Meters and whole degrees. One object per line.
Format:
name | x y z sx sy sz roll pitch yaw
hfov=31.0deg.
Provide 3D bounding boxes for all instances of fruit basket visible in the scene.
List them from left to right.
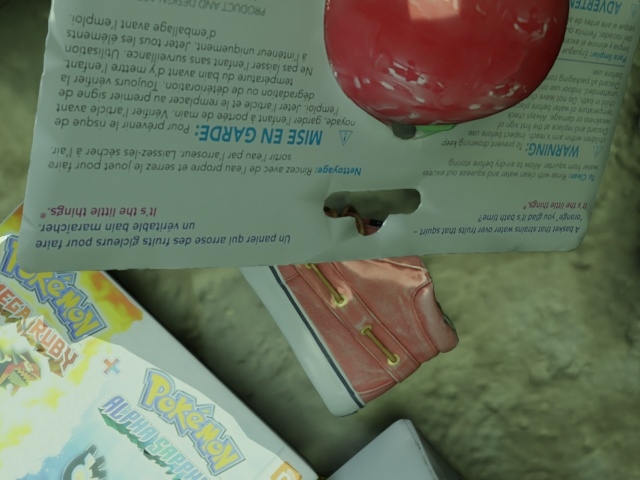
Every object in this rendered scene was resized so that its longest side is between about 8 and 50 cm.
fruit basket | 0.042 -0.160 0.479 0.327 0.165 0.353 -3 117 -39

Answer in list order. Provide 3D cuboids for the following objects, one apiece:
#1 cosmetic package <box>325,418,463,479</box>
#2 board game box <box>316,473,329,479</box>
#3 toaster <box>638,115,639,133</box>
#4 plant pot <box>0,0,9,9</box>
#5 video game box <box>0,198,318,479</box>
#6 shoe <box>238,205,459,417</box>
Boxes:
cosmetic package | 0.079 0.239 0.530 0.138 0.225 0.224 -40 106 5
board game box | -0.118 0.161 0.627 0.259 0.039 0.124 15 99 -6
toaster | 0.255 -0.026 0.560 0.185 0.110 0.168 -5 101 0
plant pot | -0.178 -0.216 0.465 0.191 0.284 0.284 -32 101 -31
video game box | -0.136 0.115 0.575 0.205 0.048 0.187 43 81 0
shoe | 0.000 0.000 0.588 0.081 0.063 0.178 -30 104 3
